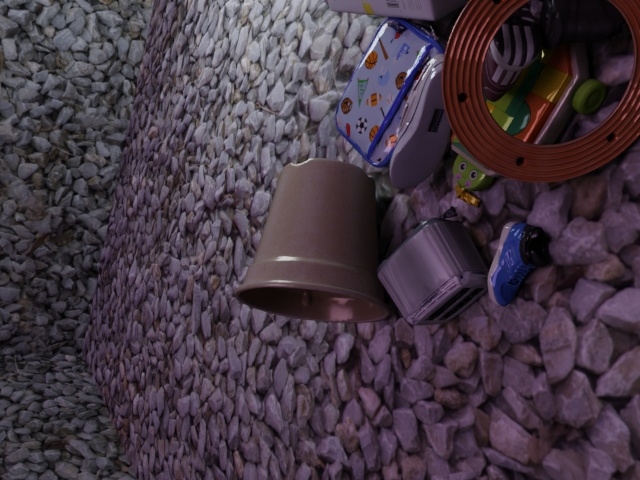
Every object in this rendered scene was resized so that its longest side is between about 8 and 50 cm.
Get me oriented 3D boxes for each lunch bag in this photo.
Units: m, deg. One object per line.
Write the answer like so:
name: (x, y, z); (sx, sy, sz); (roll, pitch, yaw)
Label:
lunch bag: (0.170, -0.314, 1.239); (0.243, 0.115, 0.303); (55, 128, 39)

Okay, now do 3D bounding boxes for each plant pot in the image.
plant pot: (0.000, 0.000, 1.284); (0.334, 0.334, 0.305); (-17, 60, 51)

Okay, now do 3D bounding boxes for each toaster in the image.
toaster: (0.222, 0.061, 1.100); (0.227, 0.129, 0.146); (-49, 52, 35)

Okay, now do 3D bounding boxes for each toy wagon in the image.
toy wagon: (0.329, -0.218, 1.043); (0.267, 0.068, 0.344); (52, 125, 44)

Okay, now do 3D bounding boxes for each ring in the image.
ring: (0.343, -0.248, 0.847); (0.032, 0.337, 0.336); (-90, 22, -66)

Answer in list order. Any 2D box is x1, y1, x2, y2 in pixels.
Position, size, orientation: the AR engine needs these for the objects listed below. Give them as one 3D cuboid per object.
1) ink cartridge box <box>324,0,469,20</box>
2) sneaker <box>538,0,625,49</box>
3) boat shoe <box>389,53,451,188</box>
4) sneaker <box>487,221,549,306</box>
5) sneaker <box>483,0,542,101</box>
ink cartridge box: (0.132, -0.625, 1.185); (0.385, 0.160, 0.279); (34, 155, 50)
sneaker: (0.419, -0.417, 0.934); (0.109, 0.130, 0.286); (74, -159, -61)
boat shoe: (0.195, -0.226, 1.116); (0.088, 0.096, 0.267); (-100, 18, -49)
sneaker: (0.343, 0.045, 0.993); (0.084, 0.058, 0.152); (15, 90, 62)
sneaker: (0.289, -0.355, 0.982); (0.162, 0.106, 0.281); (101, 178, -60)
